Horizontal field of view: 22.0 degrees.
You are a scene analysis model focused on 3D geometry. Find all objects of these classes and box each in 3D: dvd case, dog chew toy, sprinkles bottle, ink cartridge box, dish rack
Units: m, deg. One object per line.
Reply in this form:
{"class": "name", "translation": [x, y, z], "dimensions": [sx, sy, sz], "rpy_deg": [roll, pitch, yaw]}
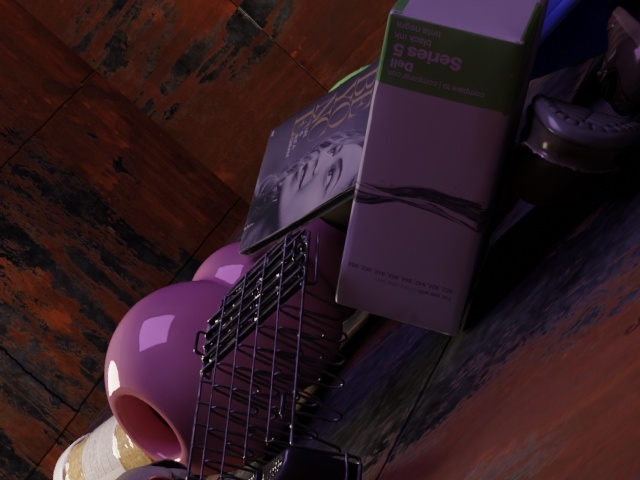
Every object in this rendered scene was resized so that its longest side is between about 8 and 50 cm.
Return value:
{"class": "dvd case", "translation": [0.002, -0.088, 1.661], "dimensions": [0.221, 0.018, 0.164], "rpy_deg": [-28, 39, 46]}
{"class": "dog chew toy", "translation": [-0.073, 0.095, 1.752], "dimensions": [0.332, 0.206, 0.206], "rpy_deg": [-44, 3, -33]}
{"class": "sprinkles bottle", "translation": [-0.233, 0.270, 2.067], "dimensions": [0.121, 0.121, 0.355], "rpy_deg": [-53, 7, -30]}
{"class": "ink cartridge box", "translation": [0.106, -0.087, 1.409], "dimensions": [0.198, 0.115, 0.273], "rpy_deg": [-60, -17, -61]}
{"class": "dish rack", "translation": [-0.045, 0.133, 1.389], "dimensions": [0.208, 0.074, 0.271], "rpy_deg": [-41, 35, 44]}

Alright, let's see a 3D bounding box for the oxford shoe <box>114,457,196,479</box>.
{"class": "oxford shoe", "translation": [-0.168, 0.269, 1.472], "dimensions": [0.146, 0.140, 0.397], "rpy_deg": [-60, 7, -3]}

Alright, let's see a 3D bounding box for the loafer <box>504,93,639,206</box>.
{"class": "loafer", "translation": [0.204, -0.066, 1.355], "dimensions": [0.251, 0.094, 0.087], "rpy_deg": [-24, -49, -84]}

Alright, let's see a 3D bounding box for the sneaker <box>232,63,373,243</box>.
{"class": "sneaker", "translation": [0.000, 0.000, 1.946], "dimensions": [0.483, 0.185, 0.202], "rpy_deg": [-57, 3, 34]}

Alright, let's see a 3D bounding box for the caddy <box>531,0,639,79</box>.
{"class": "caddy", "translation": [0.294, -0.292, 1.625], "dimensions": [0.241, 0.179, 0.341], "rpy_deg": [-26, -15, -39]}

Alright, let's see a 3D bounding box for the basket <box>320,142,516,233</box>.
{"class": "basket", "translation": [0.102, -0.071, 1.677], "dimensions": [0.227, 0.204, 0.154], "rpy_deg": [-172, 92, -71]}

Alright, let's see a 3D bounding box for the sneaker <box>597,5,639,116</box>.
{"class": "sneaker", "translation": [0.271, -0.159, 1.463], "dimensions": [0.071, 0.066, 0.188], "rpy_deg": [-48, 6, 13]}
